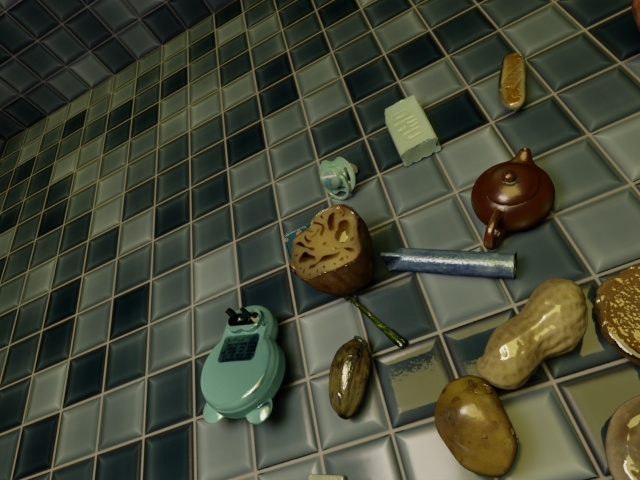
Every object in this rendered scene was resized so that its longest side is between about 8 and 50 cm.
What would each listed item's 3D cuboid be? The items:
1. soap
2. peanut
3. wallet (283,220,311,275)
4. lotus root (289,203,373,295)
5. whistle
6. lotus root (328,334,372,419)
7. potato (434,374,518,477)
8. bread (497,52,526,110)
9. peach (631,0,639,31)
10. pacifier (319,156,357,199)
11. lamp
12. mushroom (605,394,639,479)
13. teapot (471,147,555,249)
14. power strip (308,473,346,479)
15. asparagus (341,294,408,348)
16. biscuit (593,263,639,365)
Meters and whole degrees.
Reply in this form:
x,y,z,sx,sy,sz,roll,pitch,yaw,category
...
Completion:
x,y,z,sx,sy,sz,roll,pitch,yaw,category
0.259,-0.319,1.242,0.114,0.063,0.199,-25,52,15,soap
0.413,0.183,0.823,0.257,0.123,0.123,-47,51,-2,peanut
-0.001,0.000,1.189,0.202,0.059,0.141,-27,50,12,wallet
0.048,0.037,1.064,0.188,0.180,0.199,-18,54,24,lotus root
0.291,0.049,1.003,0.304,0.062,0.062,2,63,29,whistle
0.064,0.301,0.956,0.080,0.089,0.179,-26,44,61,lotus root
0.282,0.338,0.791,0.137,0.137,0.176,-28,49,11,potato
0.523,-0.428,1.175,0.073,0.053,0.214,0,59,23,bread
0.856,-0.552,0.946,0.292,0.247,0.292,-1,64,2,peach
0.066,-0.187,1.258,0.116,0.127,0.150,-26,9,-36,pacifier
-0.182,0.294,1.048,0.209,0.147,0.284,-9,66,21,lamp
0.528,0.315,0.617,0.207,0.215,0.207,-19,53,27,mushroom
0.422,-0.096,0.975,0.178,0.135,0.252,17,70,39,teapot
0.013,0.511,0.897,0.090,0.016,0.040,-12,57,23,power strip
0.119,0.182,1.039,0.022,0.023,0.233,-15,38,-38,asparagus
0.626,0.138,0.780,0.225,0.042,0.226,-14,54,20,biscuit
